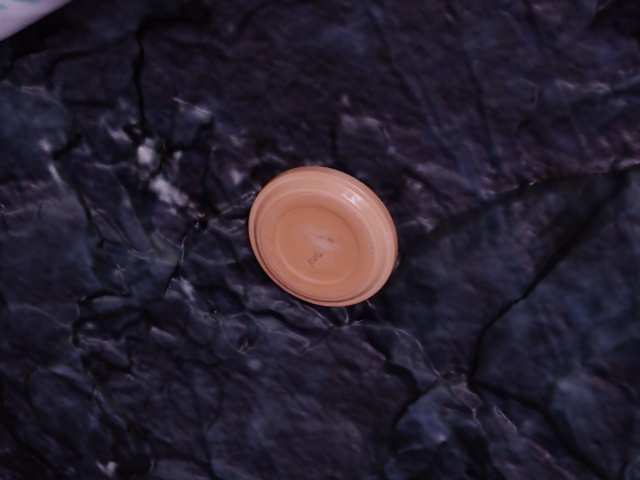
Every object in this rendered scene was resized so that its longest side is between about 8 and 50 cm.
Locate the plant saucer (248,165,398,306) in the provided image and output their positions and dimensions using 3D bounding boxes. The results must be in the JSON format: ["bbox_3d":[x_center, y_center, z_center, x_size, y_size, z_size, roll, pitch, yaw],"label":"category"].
[{"bbox_3d":[0.000,0.000,0.779,0.084,0.013,0.083,10,122,17],"label":"plant saucer"}]

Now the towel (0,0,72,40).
[{"bbox_3d":[-0.279,-0.131,0.623,0.375,0.321,0.090,-17,74,36],"label":"towel"}]
